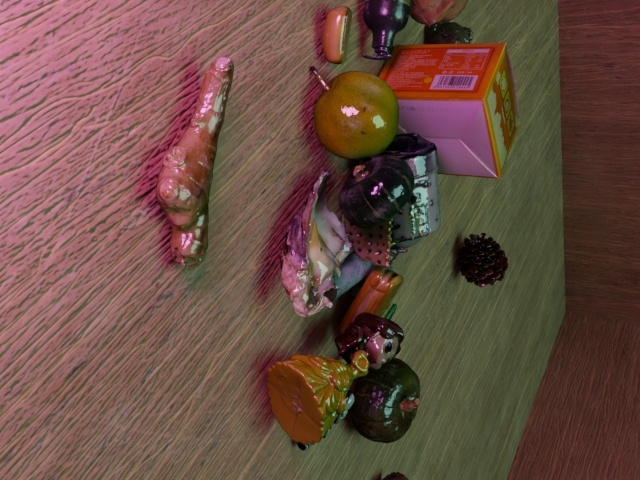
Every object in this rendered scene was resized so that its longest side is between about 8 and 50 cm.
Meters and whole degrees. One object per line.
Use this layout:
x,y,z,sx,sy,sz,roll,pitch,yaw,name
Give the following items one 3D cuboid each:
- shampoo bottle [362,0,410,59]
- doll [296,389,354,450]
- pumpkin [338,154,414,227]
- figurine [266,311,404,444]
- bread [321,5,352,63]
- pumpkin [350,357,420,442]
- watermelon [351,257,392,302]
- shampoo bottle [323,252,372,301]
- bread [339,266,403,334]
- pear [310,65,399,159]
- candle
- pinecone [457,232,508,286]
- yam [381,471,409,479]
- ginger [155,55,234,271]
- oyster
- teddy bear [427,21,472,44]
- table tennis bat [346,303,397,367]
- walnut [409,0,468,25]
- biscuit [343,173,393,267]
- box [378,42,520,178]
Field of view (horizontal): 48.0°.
0.150,-0.540,1.587,0.101,0.101,0.283,4,93,-61,shampoo bottle
0.019,0.388,1.614,0.219,0.067,0.091,-43,159,-50,doll
0.113,-0.102,1.462,0.125,0.167,0.167,51,38,2,pumpkin
0.057,0.258,1.478,0.315,0.168,0.187,-28,112,-37,figurine
0.030,-0.415,1.450,0.082,0.056,0.115,-65,164,-62,bread
0.178,0.403,1.809,0.219,0.162,0.218,-12,104,-56,pumpkin
0.134,0.098,1.772,0.180,0.081,0.094,-59,169,-27,watermelon
0.060,0.073,1.613,0.214,0.072,0.072,-30,123,-54,shampoo bottle
0.115,0.151,1.668,0.200,0.077,0.116,-60,172,19,bread
0.055,-0.266,1.450,0.216,0.166,0.180,40,71,-21,pear
0.185,-0.075,1.673,0.187,0.188,0.330,-34,123,-53,candle
0.518,0.053,2.326,0.163,0.163,0.165,-58,136,-36,pinecone
0.163,0.721,1.899,0.128,0.129,0.238,-54,159,24,yam
-0.192,-0.120,1.105,0.148,0.081,0.333,27,74,-64,ginger
-0.010,0.001,1.440,0.271,0.100,0.275,-11,87,-60,oyster
0.344,-0.487,1.921,0.140,0.177,0.190,-154,-111,-73,teddy bear
0.124,0.247,1.734,0.257,0.039,0.160,-44,162,-52,table tennis bat
0.268,-0.626,1.689,0.198,0.198,0.244,9,85,-61,walnut
0.102,-0.048,1.580,0.016,0.144,0.203,0,95,-48,biscuit
0.305,-0.317,1.728,0.213,0.284,0.259,-64,146,-28,box
